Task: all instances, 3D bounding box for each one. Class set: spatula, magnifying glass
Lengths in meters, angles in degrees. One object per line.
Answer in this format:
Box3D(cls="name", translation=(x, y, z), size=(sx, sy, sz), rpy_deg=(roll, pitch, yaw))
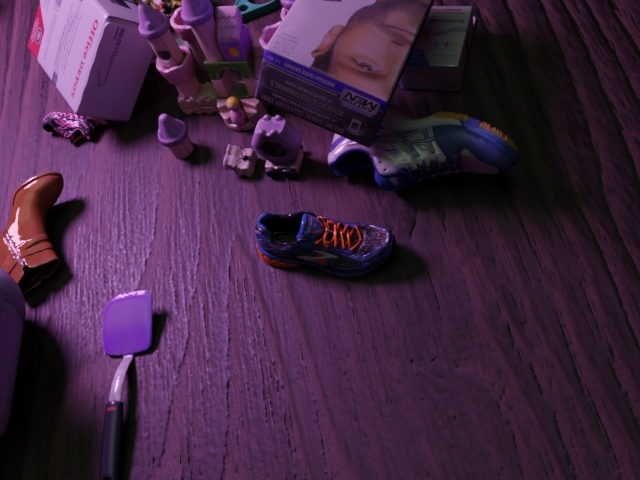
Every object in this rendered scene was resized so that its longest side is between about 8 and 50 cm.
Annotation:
Box3D(cls="spatula", translation=(-0.290, 0.213, 0.974), size=(0.084, 0.030, 0.297), rpy_deg=(-9, 57, 11))
Box3D(cls="magnifying glass", translation=(-0.161, -0.460, 1.367), size=(0.231, 0.026, 0.092), rpy_deg=(-43, 58, -12))

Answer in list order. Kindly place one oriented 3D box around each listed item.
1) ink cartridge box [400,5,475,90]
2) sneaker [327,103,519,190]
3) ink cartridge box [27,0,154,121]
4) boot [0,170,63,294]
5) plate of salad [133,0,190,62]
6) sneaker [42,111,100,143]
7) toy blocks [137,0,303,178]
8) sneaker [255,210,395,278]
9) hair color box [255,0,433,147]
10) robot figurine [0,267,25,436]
Box3D(cls="ink cartridge box", translation=(0.204, -0.347, 1.170), size=(0.104, 0.062, 0.181), rpy_deg=(7, 60, 19))
Box3D(cls="sneaker", translation=(0.148, -0.123, 1.030), size=(0.296, 0.112, 0.131), rpy_deg=(15, 71, 33))
Box3D(cls="ink cartridge box", translation=(-0.434, -0.380, 1.281), size=(0.273, 0.114, 0.197), rpy_deg=(49, 122, 34))
Box3D(cls="boot", translation=(-0.480, -0.012, 1.146), size=(0.152, 0.073, 0.197), rpy_deg=(38, 87, 33))
Box3D(cls="plate of salad", translation=(-0.331, -0.456, 1.359), size=(0.199, 0.048, 0.200), rpy_deg=(0, 85, 5))
Box3D(cls="sneaker", translation=(-0.481, -0.212, 1.291), size=(0.119, 0.047, 0.057), rpy_deg=(-1, 70, 17))
Box3D(cls="toy blocks", translation=(-0.162, -0.305, 1.126), size=(0.288, 0.260, 0.309), rpy_deg=(3, 59, 17))
Box3D(cls="sneaker", translation=(0.000, 0.000, 0.993), size=(0.221, 0.087, 0.083), rpy_deg=(0, 59, 16))
Box3D(cls="hair color box", translation=(0.054, -0.318, 1.027), size=(0.185, 0.110, 0.339), rpy_deg=(23, 57, 0))
Box3D(cls="robot figurine", translation=(-0.541, 0.166, 0.971), size=(0.299, 0.199, 0.354), rpy_deg=(-30, 51, 32))
